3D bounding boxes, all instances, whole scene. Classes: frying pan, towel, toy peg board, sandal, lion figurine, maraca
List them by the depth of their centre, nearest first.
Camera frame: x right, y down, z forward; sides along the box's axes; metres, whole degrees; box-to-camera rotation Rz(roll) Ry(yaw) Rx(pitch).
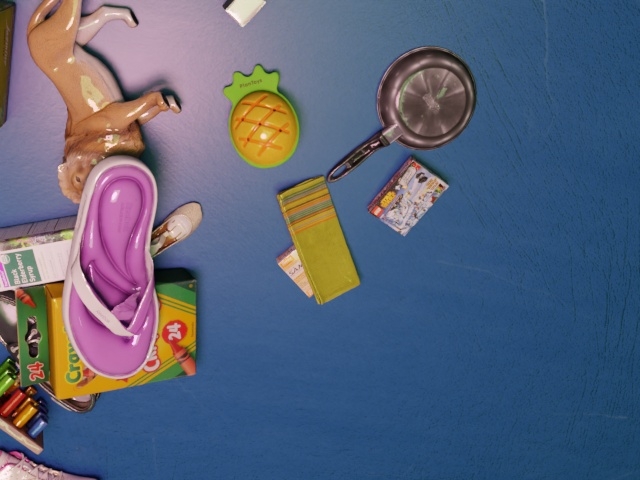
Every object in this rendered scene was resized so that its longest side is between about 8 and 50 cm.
[{"bbox_3d":[-0.349,0.065,1.372,0.169,0.102,0.416,-8,114,-26],"label":"sandal"},{"bbox_3d":[-0.401,-0.267,1.384,0.240,0.142,0.392,-23,98,8],"label":"lion figurine"},{"bbox_3d":[-0.108,-0.221,1.455,0.127,0.099,0.185,-17,87,1],"label":"maraca"},{"bbox_3d":[0.144,-0.242,1.514,0.326,0.053,0.197,-19,112,-5],"label":"frying pan"},{"bbox_3d":[-0.576,0.305,1.546,0.160,0.161,0.079,44,84,-20],"label":"toy peg board"},{"bbox_3d":[0.000,0.000,1.565,0.102,0.021,0.237,-25,106,-17],"label":"towel"}]

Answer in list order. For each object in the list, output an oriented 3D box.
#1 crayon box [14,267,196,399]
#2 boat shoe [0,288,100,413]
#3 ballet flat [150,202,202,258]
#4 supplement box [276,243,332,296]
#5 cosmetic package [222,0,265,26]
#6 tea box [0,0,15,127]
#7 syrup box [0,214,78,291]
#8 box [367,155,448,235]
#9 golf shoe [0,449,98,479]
[{"bbox_3d":[-0.392,0.174,1.503,0.319,0.081,0.202,-7,110,-27],"label":"crayon box"},{"bbox_3d":[-0.531,0.209,1.546,0.114,0.091,0.302,-41,111,7],"label":"boat shoe"},{"bbox_3d":[-0.289,-0.007,1.525,0.168,0.052,0.057,-37,111,5],"label":"ballet flat"},{"bbox_3d":[-0.032,0.055,1.598,0.062,0.036,0.098,-41,111,6],"label":"supplement box"},{"bbox_3d":[-0.131,-0.401,1.370,0.060,0.115,0.041,-44,111,9],"label":"cosmetic package"},{"bbox_3d":[-0.668,-0.270,1.220,0.329,0.323,0.220,8,109,-13],"label":"tea box"},{"bbox_3d":[-0.506,0.021,1.478,0.237,0.096,0.093,-10,112,-6],"label":"syrup box"},{"bbox_3d":[0.169,-0.085,1.572,0.094,0.027,0.137,33,112,-20],"label":"box"},{"bbox_3d":[-0.598,0.494,1.633,0.306,0.115,0.140,0,107,-10],"label":"golf shoe"}]
